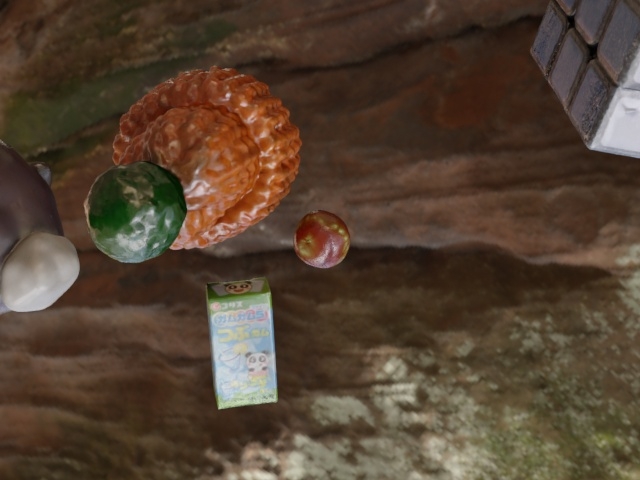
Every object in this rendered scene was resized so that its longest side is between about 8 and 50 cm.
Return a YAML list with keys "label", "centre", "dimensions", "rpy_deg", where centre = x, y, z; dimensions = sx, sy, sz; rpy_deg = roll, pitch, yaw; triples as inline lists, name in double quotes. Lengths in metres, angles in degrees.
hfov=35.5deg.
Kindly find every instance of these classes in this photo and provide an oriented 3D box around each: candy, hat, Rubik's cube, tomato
- label: "candy"
  centre: [-0.120, 0.157, 1.518]
  dimensions: [0.097, 0.194, 0.062]
  rpy_deg: [-5, -157, -6]
- label: "hat"
  centre: [-0.201, -0.118, 1.418]
  dimensions: [0.285, 0.285, 0.400]
  rpy_deg: [-42, 176, 14]
- label: "Rubik's cube"
  centre: [0.506, -0.295, 1.372]
  dimensions: [0.301, 0.303, 0.305]
  rpy_deg: [-100, -159, -52]
- label: "tomato"
  centre: [0.000, 0.000, 1.466]
  dimensions: [0.087, 0.087, 0.075]
  rpy_deg: [-33, -174, 32]

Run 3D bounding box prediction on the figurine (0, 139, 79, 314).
- label: "figurine"
  centre: [-0.418, 0.018, 1.154]
  dimensions: [0.365, 0.218, 0.206]
  rpy_deg: [144, -65, -64]
